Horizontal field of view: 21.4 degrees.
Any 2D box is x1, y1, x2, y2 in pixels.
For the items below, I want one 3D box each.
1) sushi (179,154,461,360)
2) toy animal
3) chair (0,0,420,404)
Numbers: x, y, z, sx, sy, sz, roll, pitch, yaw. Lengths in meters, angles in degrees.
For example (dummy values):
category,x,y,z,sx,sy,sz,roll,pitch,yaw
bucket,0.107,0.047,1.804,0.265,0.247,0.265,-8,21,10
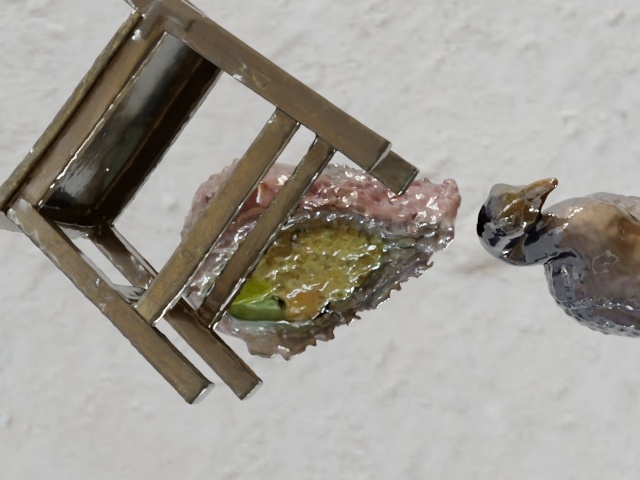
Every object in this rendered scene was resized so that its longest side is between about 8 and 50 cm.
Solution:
category,x,y,z,sx,sy,sz,roll,pitch,yaw
sushi,-0.014,-0.011,1.450,0.161,0.241,0.107,44,26,-31
toy animal,0.265,0.010,1.334,0.298,0.185,0.122,19,57,-38
chair,-0.166,-0.093,1.318,0.240,0.416,0.203,-54,169,5
